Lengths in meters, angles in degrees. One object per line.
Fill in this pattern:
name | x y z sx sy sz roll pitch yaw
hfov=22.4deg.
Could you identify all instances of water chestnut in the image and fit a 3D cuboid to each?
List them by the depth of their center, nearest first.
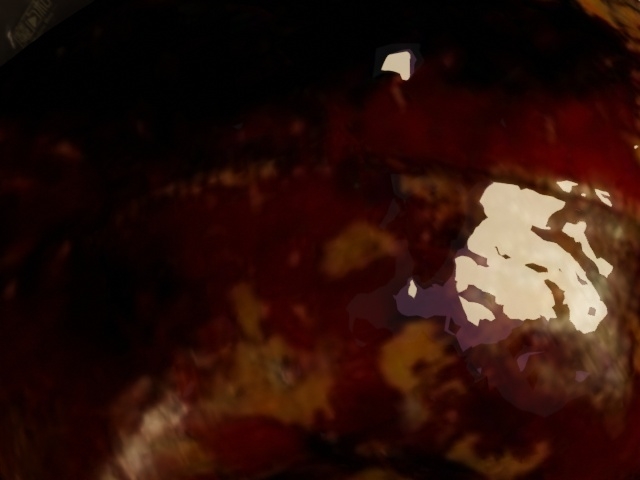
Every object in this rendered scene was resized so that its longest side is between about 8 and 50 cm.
water chestnut | 0.000 0.000 0.580 0.289 0.289 0.244 -33 107 -31

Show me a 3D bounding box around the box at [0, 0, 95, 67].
box | -0.122 -0.086 0.666 0.125 0.027 0.126 38 63 -24
